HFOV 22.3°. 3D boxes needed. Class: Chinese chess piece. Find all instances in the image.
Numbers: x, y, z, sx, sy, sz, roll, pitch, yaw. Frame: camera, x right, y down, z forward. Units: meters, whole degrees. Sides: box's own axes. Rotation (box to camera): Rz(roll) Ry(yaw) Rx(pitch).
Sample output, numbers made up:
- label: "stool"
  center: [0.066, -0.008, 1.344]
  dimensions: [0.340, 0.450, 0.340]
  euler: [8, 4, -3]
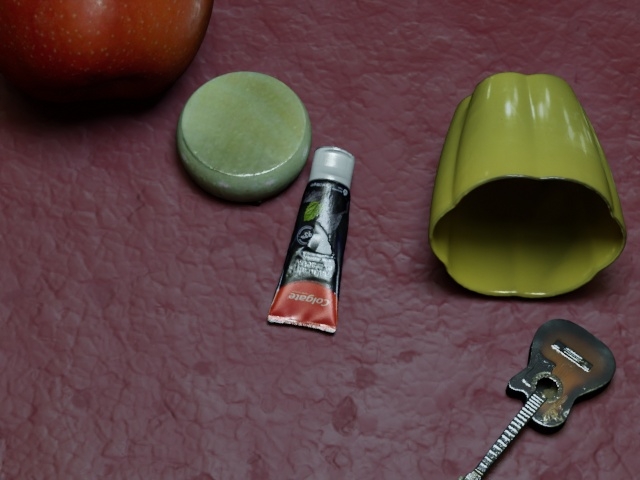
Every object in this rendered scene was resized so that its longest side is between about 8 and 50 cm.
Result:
- label: "Chinese chess piece"
  center: [-0.081, -0.109, 1.720]
  dimensions: [0.144, 0.058, 0.144]
  euler: [1, 61, -1]

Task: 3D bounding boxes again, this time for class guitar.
- label: "guitar"
  center: [0.200, 0.176, 1.604]
  dimensions: [0.088, 0.025, 0.233]
  euler: [36, 69, 15]

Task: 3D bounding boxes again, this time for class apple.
- label: "apple"
  center: [-0.236, -0.257, 1.679]
  dimensions: [0.260, 0.260, 0.217]
  euler: [-1, 87, -3]

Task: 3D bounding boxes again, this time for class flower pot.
- label: "flower pot"
  center: [0.206, -0.067, 1.645]
  dimensions: [0.195, 0.195, 0.179]
  euler: [3, 52, -1]

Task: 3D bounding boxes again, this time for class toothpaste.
- label: "toothpaste"
  center: [0.000, 0.000, 1.678]
  dimensions: [0.071, 0.045, 0.193]
  euler: [11, 69, 4]
